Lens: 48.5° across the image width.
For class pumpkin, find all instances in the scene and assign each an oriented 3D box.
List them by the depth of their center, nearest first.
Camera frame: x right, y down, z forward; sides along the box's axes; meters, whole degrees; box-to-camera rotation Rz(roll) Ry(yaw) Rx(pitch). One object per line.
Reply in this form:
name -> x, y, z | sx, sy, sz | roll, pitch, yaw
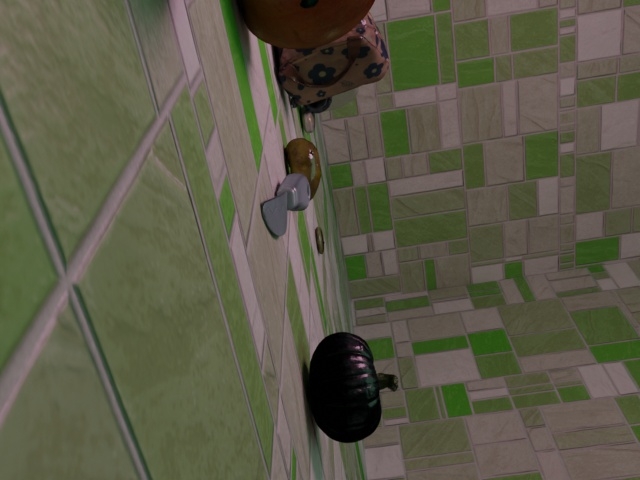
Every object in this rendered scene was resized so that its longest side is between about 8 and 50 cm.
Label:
pumpkin -> 0.043, 0.260, 1.265 | 0.194, 0.150, 0.194 | -14, -106, 60

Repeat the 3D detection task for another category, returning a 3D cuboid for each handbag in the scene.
handbag -> 0.011, -0.439, 1.605 | 0.193, 0.252, 0.190 | 24, 50, -75

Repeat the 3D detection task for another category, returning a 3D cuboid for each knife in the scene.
knife -> -0.061, -0.053, 1.183 | 0.331, 0.044, 0.080 | -61, 149, -74

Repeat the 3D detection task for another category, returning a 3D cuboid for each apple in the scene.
apple -> -0.036, -0.420, 1.090 | 0.253, 0.254, 0.253 | -9, 90, -86

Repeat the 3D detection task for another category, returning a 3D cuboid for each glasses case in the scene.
glasses case -> -0.038, -0.380, 2.184 | 0.164, 0.041, 0.063 | -91, 172, -62

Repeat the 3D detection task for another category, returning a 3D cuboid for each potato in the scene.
potato -> -0.034, -0.148, 1.494 | 0.091, 0.070, 0.137 | -8, 90, -85

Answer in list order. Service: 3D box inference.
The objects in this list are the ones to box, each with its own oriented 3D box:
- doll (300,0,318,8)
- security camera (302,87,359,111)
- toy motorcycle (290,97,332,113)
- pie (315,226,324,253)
doll -> -0.071, -0.357, 0.615 | 0.198, 0.186, 0.321 | -12, -74, 64
security camera -> 0.003, -0.521, 2.085 | 0.194, 0.195, 0.236 | 73, 5, -67
toy motorcycle -> -0.037, -0.463, 1.807 | 0.106, 0.159, 0.270 | -54, 153, -71
pie -> 0.000, 0.002, 2.053 | 0.084, 0.021, 0.084 | -9, 90, -86
